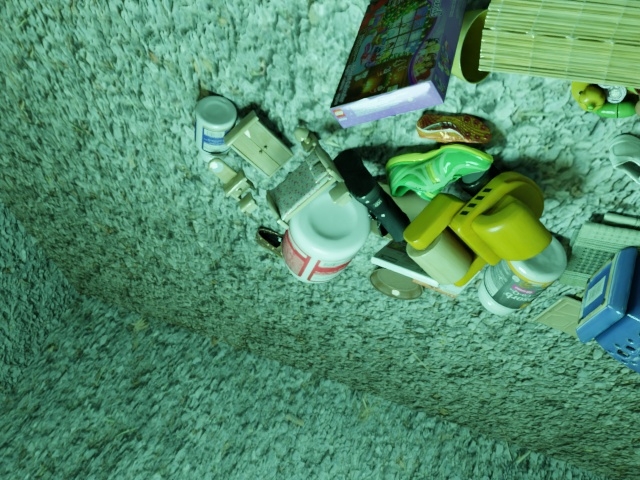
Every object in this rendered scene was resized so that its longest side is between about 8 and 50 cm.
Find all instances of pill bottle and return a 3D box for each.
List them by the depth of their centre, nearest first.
[{"bbox_3d":[-0.300,-0.306,1.489,0.112,0.112,0.187,24,149,-2],"label":"pill bottle"},{"bbox_3d":[0.561,0.100,1.497,0.162,0.162,0.278,20,149,6],"label":"pill bottle"},{"bbox_3d":[0.000,0.000,1.624,0.229,0.229,0.408,24,159,-2],"label":"pill bottle"}]

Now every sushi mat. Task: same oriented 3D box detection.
[{"bbox_3d":[0.448,-0.359,0.925,0.316,0.019,0.151,10,122,9],"label":"sushi mat"}]

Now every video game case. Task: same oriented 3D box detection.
[{"bbox_3d":[0.273,0.052,1.499,0.201,0.183,0.023,20,122,25],"label":"video game case"}]

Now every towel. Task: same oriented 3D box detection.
[{"bbox_3d":[0.816,0.051,1.377,0.324,0.056,0.312,10,150,17],"label":"towel"}]

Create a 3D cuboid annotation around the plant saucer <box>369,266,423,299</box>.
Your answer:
[{"bbox_3d":[0.273,0.146,1.878,0.198,0.036,0.199,17,149,11],"label":"plant saucer"}]

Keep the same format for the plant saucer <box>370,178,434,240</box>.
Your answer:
[{"bbox_3d":[0.227,-0.088,1.547,0.277,0.041,0.278,16,149,10],"label":"plant saucer"}]

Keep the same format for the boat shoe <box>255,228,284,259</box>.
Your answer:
[{"bbox_3d":[-0.143,0.019,1.920,0.207,0.073,0.073,22,151,2],"label":"boat shoe"}]

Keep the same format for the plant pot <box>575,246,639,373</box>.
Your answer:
[{"bbox_3d":[0.787,0.168,1.309,0.212,0.236,0.236,23,152,11],"label":"plant pot"}]

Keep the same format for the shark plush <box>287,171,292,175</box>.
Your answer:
[{"bbox_3d":[-0.040,-0.154,1.594,0.161,0.067,0.073,8,146,23],"label":"shark plush"}]

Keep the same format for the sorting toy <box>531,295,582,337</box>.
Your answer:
[{"bbox_3d":[0.814,0.244,1.680,0.208,0.038,0.193,18,149,0],"label":"sorting toy"}]

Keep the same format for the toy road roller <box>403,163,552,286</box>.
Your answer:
[{"bbox_3d":[0.389,-0.019,1.266,0.202,0.329,0.240,40,-171,-25],"label":"toy road roller"}]

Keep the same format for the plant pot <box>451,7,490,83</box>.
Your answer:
[{"bbox_3d":[0.271,-0.378,1.008,0.095,0.134,0.134,32,160,40],"label":"plant pot"}]

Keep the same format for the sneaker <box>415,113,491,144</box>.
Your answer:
[{"bbox_3d":[0.312,-0.256,1.230,0.175,0.064,0.067,17,169,20],"label":"sneaker"}]

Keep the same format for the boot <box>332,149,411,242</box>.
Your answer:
[{"bbox_3d":[0.134,-0.115,1.415,0.207,0.094,0.246,46,-174,-38],"label":"boot"}]

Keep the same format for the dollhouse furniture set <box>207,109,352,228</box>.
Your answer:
[{"bbox_3d":[-0.132,-0.156,1.348,0.303,0.355,0.174,-40,132,13],"label":"dollhouse furniture set"}]

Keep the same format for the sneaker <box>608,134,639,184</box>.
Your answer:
[{"bbox_3d":[0.705,-0.142,1.097,0.212,0.094,0.080,19,147,6],"label":"sneaker"}]

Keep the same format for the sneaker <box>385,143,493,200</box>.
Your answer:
[{"bbox_3d":[0.290,-0.161,1.293,0.109,0.124,0.295,7,171,-42],"label":"sneaker"}]

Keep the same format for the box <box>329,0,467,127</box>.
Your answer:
[{"bbox_3d":[0.146,-0.348,0.954,0.201,0.293,0.057,-5,145,37],"label":"box"}]

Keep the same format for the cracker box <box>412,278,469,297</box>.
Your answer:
[{"bbox_3d":[0.403,0.086,1.670,0.155,0.067,0.232,21,148,3],"label":"cracker box"}]

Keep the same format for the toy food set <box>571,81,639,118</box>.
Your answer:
[{"bbox_3d":[0.588,-0.278,0.988,0.217,0.071,0.128,3,144,29],"label":"toy food set"}]
